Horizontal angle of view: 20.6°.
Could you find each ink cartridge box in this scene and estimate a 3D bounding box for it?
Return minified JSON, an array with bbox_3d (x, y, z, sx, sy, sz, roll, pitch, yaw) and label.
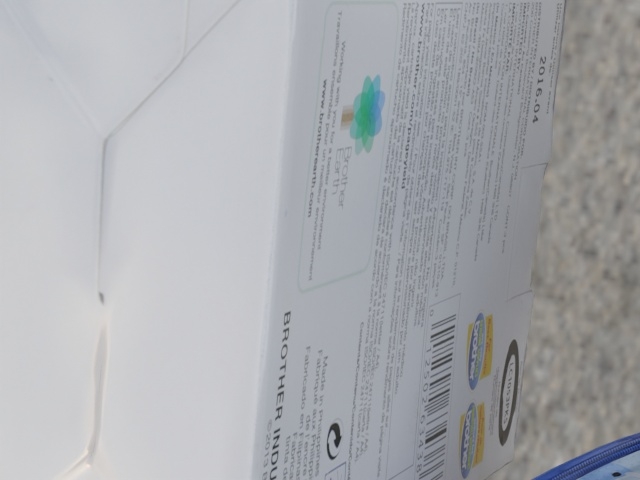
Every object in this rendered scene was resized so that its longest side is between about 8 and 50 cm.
[{"bbox_3d":[0.000,0.000,0.843,0.151,0.395,0.270,10,102,25],"label":"ink cartridge box"}]

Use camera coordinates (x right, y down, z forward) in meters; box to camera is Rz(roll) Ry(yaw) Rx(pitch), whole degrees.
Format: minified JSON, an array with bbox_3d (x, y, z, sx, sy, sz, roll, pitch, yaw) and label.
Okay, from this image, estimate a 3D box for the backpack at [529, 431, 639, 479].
[{"bbox_3d":[0.177,0.219,0.823,0.276,0.263,0.213,-16,25,-22],"label":"backpack"}]
